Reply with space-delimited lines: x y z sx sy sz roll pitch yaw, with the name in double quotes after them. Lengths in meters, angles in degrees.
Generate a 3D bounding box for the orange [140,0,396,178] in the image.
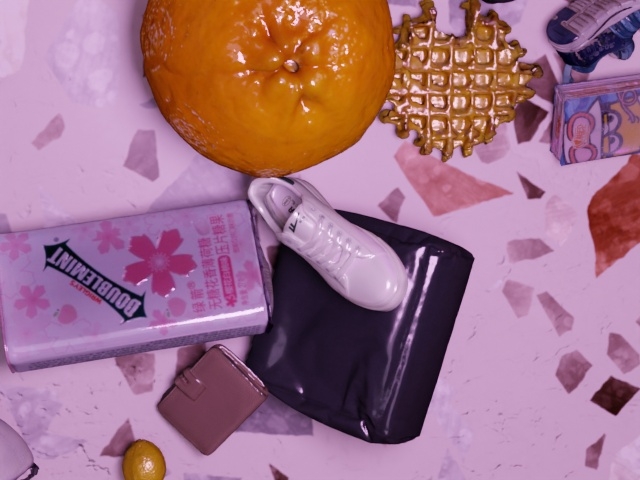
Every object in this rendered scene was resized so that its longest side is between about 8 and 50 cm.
-0.064 -0.249 1.644 0.340 0.293 0.341 -2 101 -12 "orange"

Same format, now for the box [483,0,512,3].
0.312 -0.510 1.787 0.290 0.073 0.289 -25 105 -6 "box"

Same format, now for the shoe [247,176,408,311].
0.000 0.000 1.692 0.110 0.265 0.095 18 109 -54 "shoe"

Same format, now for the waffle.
0.191 -0.233 1.826 0.228 0.051 0.231 41 91 -18 "waffle"

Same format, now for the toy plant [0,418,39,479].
-0.547 0.211 1.684 0.247 0.247 0.332 -23 97 -7 "toy plant"

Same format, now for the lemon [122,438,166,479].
-0.255 0.332 1.830 0.065 0.065 0.092 -11 93 -9 "lemon"

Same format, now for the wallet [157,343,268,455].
-0.156 0.227 1.813 0.118 0.039 0.152 45 118 0 "wallet"

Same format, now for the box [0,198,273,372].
-0.252 0.060 1.731 0.369 0.112 0.190 -10 75 -9 "box"

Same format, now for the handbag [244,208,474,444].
0.055 0.113 1.814 0.178 0.275 0.302 9 98 -56 "handbag"

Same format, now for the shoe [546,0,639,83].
0.426 -0.315 1.848 0.207 0.091 0.106 -34 131 -9 "shoe"

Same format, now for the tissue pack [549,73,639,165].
0.422 -0.178 1.858 0.155 0.065 0.116 -10 124 -10 "tissue pack"
